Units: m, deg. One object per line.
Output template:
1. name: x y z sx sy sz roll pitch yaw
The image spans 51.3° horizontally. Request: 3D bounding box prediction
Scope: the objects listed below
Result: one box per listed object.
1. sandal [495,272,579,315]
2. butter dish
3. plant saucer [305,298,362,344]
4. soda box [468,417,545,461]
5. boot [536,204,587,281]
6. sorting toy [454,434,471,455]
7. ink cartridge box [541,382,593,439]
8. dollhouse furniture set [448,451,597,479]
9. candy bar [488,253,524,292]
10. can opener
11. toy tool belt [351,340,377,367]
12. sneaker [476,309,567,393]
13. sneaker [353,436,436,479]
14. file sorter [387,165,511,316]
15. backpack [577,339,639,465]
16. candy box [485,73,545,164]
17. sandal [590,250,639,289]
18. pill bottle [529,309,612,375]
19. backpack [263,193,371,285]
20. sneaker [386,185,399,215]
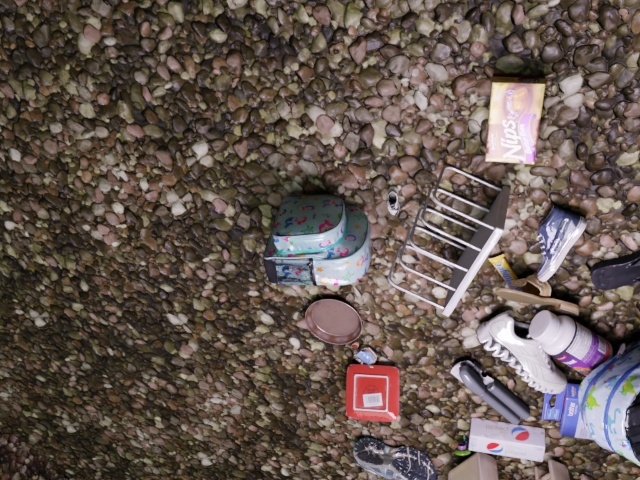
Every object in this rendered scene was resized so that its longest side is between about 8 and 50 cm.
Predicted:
1. sandal: 0.542 0.121 1.660 0.239 0.079 0.088 17 165 -16
2. butter dish: 0.163 0.450 1.981 0.160 0.118 0.160 0 80 17
3. plant saucer: 0.040 0.226 1.908 0.168 0.029 0.169 8 127 11
4. soda box: 0.553 0.590 1.978 0.215 0.074 0.069 6 126 14
5. boot: 0.544 0.006 1.580 0.086 0.069 0.190 28 120 6
6. sorting toy: 0.453 0.624 2.044 0.101 0.061 0.042 -8 93 -19
7. ink cartridge box: 0.775 0.477 1.827 0.310 0.065 0.186 5 133 17
8. dollhouse furniture set: 0.594 0.849 2.002 0.394 0.257 0.362 28 128 -14
9. candy bar: 0.482 0.098 1.687 0.040 0.018 0.161 -26 113 31
10. can opener: 0.479 0.437 1.888 0.280 0.093 0.074 38 126 -17
11. toy tool belt: 0.125 0.333 1.942 0.083 0.051 0.052 36 127 -9
12. sneaker: 0.553 0.297 1.757 0.292 0.110 0.118 37 118 -11
13. sneaker: 0.239 0.727 2.173 0.282 0.110 0.122 21 146 5
14. file sorter: 0.298 -0.006 1.564 0.173 0.193 0.278 25 128 3
15. backpack: 0.799 0.380 1.588 0.273 0.355 0.290 8 123 53
16. candy box: 0.416 -0.259 1.433 0.109 0.053 0.187 6 124 13
17. sandal: 0.762 0.063 1.552 0.254 0.055 0.097 -29 112 32
18. pill bottle: 0.629 0.256 1.686 0.193 0.108 0.108 30 128 -12
19. backpack: 0.000 0.000 1.639 0.253 0.225 0.191 6 131 9
20. sneaker: 0.176 -0.092 1.635 0.031 0.037 0.083 1 126 14
